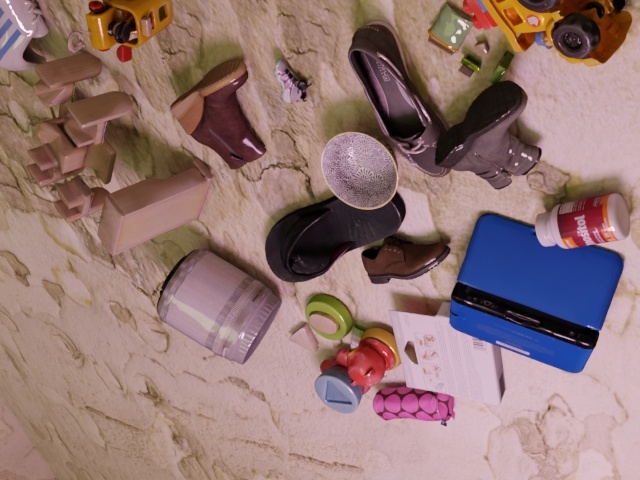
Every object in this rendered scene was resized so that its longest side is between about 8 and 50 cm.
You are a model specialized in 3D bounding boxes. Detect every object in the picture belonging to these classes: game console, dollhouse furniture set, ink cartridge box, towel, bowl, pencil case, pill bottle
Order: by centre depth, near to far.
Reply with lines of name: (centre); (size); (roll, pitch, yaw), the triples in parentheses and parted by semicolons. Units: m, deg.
dollhouse furniture set: (0.249, -0.326, 1.284); (0.152, 0.058, 0.076); (33, 138, 2)
pill bottle: (0.478, -0.031, 1.385); (0.152, 0.086, 0.086); (-13, 120, 40)
bowl: (0.093, -0.156, 1.522); (0.170, 0.080, 0.170); (16, 128, 22)
game console: (0.431, 0.113, 1.548); (0.293, 0.173, 0.250); (20, 155, 18)
ink cartridge box: (0.303, 0.261, 1.790); (0.239, 0.060, 0.275); (7, 131, 29)
dollhouse furniture set: (-0.488, -0.198, 1.824); (0.394, 0.256, 0.362); (49, 141, 16)
towel: (0.127, 0.291, 1.960); (0.113, 0.023, 0.152); (19, 136, 16)
pencil case: (0.244, 0.430, 1.966); (0.209, 0.095, 0.098); (-7, 140, 40)

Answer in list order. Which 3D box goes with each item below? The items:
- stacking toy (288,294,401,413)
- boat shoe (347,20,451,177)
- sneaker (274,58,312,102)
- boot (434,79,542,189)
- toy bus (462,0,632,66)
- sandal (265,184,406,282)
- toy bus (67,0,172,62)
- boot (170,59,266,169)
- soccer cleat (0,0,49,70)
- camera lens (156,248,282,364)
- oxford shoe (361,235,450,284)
stacking toy: (0.031, 0.305, 1.934); (0.279, 0.130, 0.309); (38, 138, 6)
boat shoe: (0.144, -0.240, 1.405); (0.112, 0.095, 0.335); (-11, 121, 39)
sneaker: (-0.050, -0.319, 1.508); (0.069, 0.038, 0.098); (8, 141, 25)
boot: (0.326, -0.181, 1.332); (0.161, 0.083, 0.246); (16, 152, -18)
toy bus: (0.329, -0.359, 1.152); (0.220, 0.149, 0.211); (49, 150, -18)
sandal: (-0.001, -0.002, 1.710); (0.167, 0.107, 0.446); (46, 137, -11)
toy bus: (-0.380, -0.438, 1.504); (0.104, 0.191, 0.202); (19, 92, 18)
boot: (-0.184, -0.266, 1.629); (0.248, 0.090, 0.207); (-22, 126, 42)
soccer cleat: (-0.682, -0.531, 1.691); (0.143, 0.116, 0.331); (8, 133, -5)
camera lens: (-0.266, 0.167, 1.956); (0.274, 0.219, 0.219); (31, 138, 5)
oxford shoe: (0.177, 0.033, 1.647); (0.227, 0.083, 0.096); (-15, 114, 40)
